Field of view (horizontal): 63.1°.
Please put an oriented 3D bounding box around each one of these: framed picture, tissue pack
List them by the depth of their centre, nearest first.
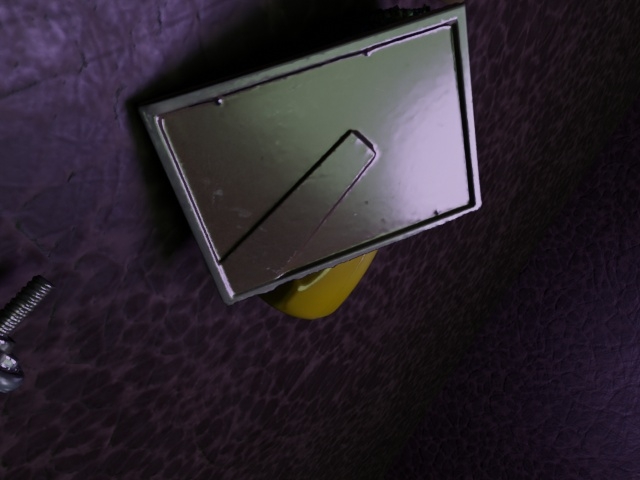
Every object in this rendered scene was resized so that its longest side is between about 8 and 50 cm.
[{"bbox_3d":[0.012,-0.071,0.486,0.289,0.016,0.213,-21,122,-7],"label":"framed picture"},{"bbox_3d":[0.000,0.000,0.612,0.127,0.123,0.178,19,104,-50],"label":"tissue pack"}]

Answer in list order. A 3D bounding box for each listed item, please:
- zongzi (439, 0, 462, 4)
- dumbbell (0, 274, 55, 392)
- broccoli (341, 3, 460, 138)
[{"bbox_3d":[0.110,-0.399,0.359,0.418,0.181,0.447,-33,143,-59],"label":"zongzi"},{"bbox_3d":[-0.287,0.126,0.366,0.254,0.110,0.110,-52,151,-19],"label":"dumbbell"},{"bbox_3d":[0.082,-0.160,0.543,0.155,0.160,0.167,-30,171,10],"label":"broccoli"}]
